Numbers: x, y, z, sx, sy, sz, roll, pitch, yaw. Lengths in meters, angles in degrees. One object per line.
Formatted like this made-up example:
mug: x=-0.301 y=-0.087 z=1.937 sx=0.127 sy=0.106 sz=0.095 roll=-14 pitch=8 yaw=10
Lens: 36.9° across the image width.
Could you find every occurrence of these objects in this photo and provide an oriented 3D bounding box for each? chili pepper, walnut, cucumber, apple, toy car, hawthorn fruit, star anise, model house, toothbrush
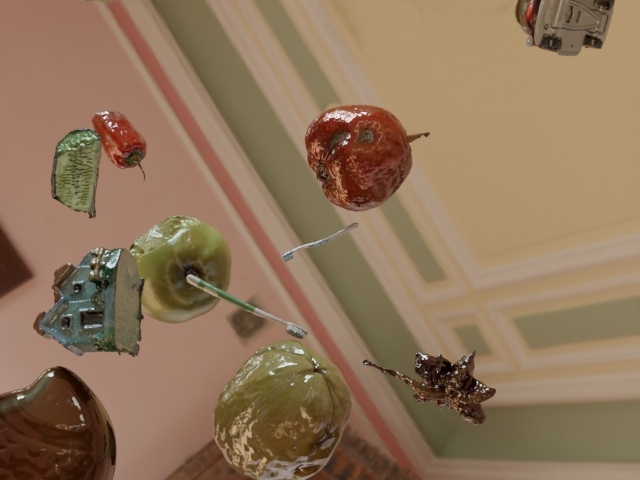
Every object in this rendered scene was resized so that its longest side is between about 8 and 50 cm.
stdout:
chili pepper: x=-0.406 y=-0.194 z=2.009 sx=0.192 sy=0.086 sz=0.084 roll=57 pitch=-21 yaw=25
walnut: x=-0.068 y=0.310 z=1.759 sx=0.283 sy=0.227 sz=0.283 roll=1 pitch=-89 yaw=49
cucumber: x=-0.371 y=-0.097 z=1.441 sx=0.046 sy=0.070 sz=0.220 roll=66 pitch=-25 yaw=24
apple: x=-0.341 y=0.075 z=2.324 sx=0.279 sy=0.279 sz=0.279 roll=34 pitch=-36 yaw=29
toy car: x=0.340 y=-0.324 z=1.380 sx=0.112 sy=0.139 sz=0.112 roll=31 pitch=-69 yaw=57
hawthorn fruit: x=0.102 y=-0.174 z=1.851 sx=0.207 sy=0.243 sz=0.207 roll=157 pitch=-90 yaw=-80
star anise: x=0.145 y=0.188 z=1.299 sx=0.191 sy=0.070 sz=0.097 roll=15 pitch=-49 yaw=36
model house: x=-0.320 y=0.088 z=1.269 sx=0.119 sy=0.149 sz=0.148 roll=58 pitch=27 yaw=-76
toothbrush: x=-0.141 y=0.124 z=1.809 sx=0.257 sy=0.024 sz=0.018 roll=26 pitch=-54 yaw=12
toothbrush: x=0.000 y=0.000 z=1.826 sx=0.017 sy=0.162 sz=0.014 roll=60 pitch=-10 yaw=22

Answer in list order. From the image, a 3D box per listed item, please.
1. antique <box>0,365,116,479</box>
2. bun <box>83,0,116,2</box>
antique: x=-0.387 y=0.299 z=1.246 sx=0.223 sy=0.278 sz=0.129 roll=29 pitch=-18 yaw=10
bun: x=-0.298 y=-0.389 z=1.134 sx=0.231 sy=0.133 sz=0.231 roll=42 pitch=9 yaw=-9
